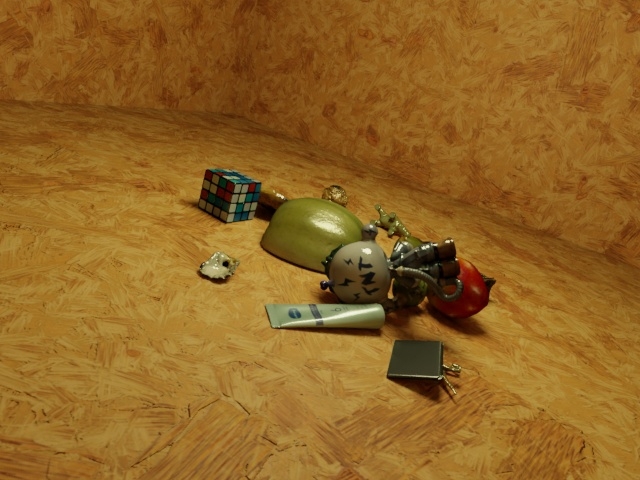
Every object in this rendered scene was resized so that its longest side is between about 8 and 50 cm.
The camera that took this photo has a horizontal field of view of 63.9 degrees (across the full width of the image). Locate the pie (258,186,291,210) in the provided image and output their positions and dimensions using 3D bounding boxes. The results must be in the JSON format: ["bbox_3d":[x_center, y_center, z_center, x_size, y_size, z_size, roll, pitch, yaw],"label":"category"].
[{"bbox_3d":[-0.179,-0.149,2.037,0.274,0.069,0.273,25,-4,2],"label":"pie"}]

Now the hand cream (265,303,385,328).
[{"bbox_3d":[0.019,0.202,1.354,0.321,0.067,0.109,2,24,-17],"label":"hand cream"}]

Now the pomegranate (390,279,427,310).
[{"bbox_3d":[0.260,0.161,1.570,0.115,0.114,0.142,28,52,30],"label":"pomegranate"}]

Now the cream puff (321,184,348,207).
[{"bbox_3d":[0.070,-0.207,2.411,0.133,0.104,0.119,30,17,32],"label":"cream puff"}]

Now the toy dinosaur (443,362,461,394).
[{"bbox_3d":[0.281,0.314,1.262,0.127,0.039,0.162,11,20,18],"label":"toy dinosaur"}]

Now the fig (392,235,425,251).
[{"bbox_3d":[0.327,0.053,1.843,0.144,0.154,0.166,-15,-44,38],"label":"fig"}]

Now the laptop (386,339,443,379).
[{"bbox_3d":[0.235,0.291,1.258,0.129,0.016,0.180,-1,15,15],"label":"laptop"}]

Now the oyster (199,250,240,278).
[{"bbox_3d":[-0.284,0.069,1.454,0.122,0.045,0.146,8,28,-30],"label":"oyster"}]

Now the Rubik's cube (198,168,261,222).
[{"bbox_3d":[-0.334,-0.167,1.895,0.154,0.154,0.151,29,21,29],"label":"Rubik's cube"}]

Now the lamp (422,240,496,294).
[{"bbox_3d":[0.484,0.106,1.903,0.089,0.090,0.325,0,26,-40],"label":"lamp"}]

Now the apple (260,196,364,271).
[{"bbox_3d":[0.000,0.000,1.809,0.361,0.311,0.319,19,64,11],"label":"apple"}]

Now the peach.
[{"bbox_3d":[0.424,0.148,1.597,0.192,0.190,0.190,36,21,2],"label":"peach"}]

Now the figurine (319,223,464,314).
[{"bbox_3d":[0.189,0.075,1.459,0.383,0.260,0.186,-12,-10,7],"label":"figurine"}]

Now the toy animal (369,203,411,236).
[{"bbox_3d":[0.314,-0.070,2.271,0.101,0.103,0.219,31,1,-42],"label":"toy animal"}]
